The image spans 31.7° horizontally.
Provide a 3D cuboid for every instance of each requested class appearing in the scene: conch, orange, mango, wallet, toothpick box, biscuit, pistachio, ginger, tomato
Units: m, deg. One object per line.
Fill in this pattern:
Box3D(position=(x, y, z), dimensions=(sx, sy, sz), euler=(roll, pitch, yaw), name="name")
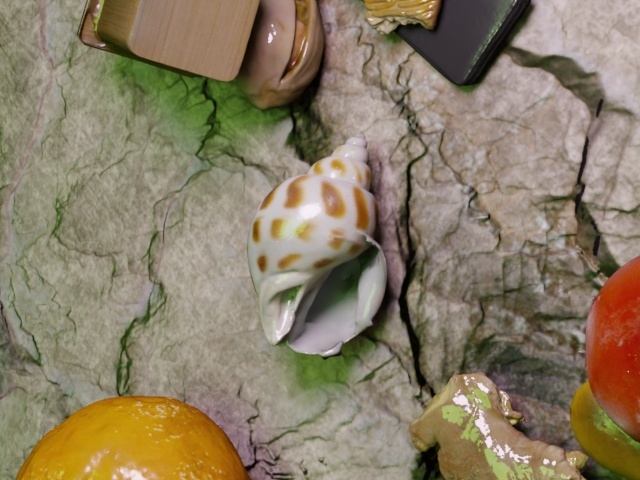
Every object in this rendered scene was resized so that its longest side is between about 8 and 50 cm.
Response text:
Box3D(position=(0.000, 0.000, 1.428), dimensions=(0.275, 0.183, 0.149), euler=(-62, 22, 14), name="conch")
Box3D(position=(-0.255, 0.373, 1.494), dimensions=(0.341, 0.293, 0.340), euler=(-6, 79, 31), name="orange")
Box3D(position=(0.339, 0.209, 1.198), dimensions=(0.161, 0.076, 0.103), euler=(43, 106, 28), name="mango")
Box3D(position=(0.144, -0.312, 1.414), dimensions=(0.250, 0.044, 0.149), euler=(47, 118, 31), name="wallet")
Box3D(position=(-0.195, -0.314, 1.501), dimensions=(0.187, 0.190, 0.308), euler=(-71, 21, 8), name="toothpick box")
Box3D(position=(0.068, -0.355, 1.434), dimensions=(0.229, 0.031, 0.176), euler=(20, 104, 41), name="biscuit")
Box3D(position=(-0.057, -0.267, 1.518), dimensions=(0.124, 0.124, 0.184), euler=(4, 77, 38), name="pistachio")
Box3D(position=(0.202, 0.247, 1.304), dimensions=(0.213, 0.074, 0.137), euler=(38, 109, 27), name="ginger")
Box3D(position=(0.361, 0.102, 1.127), dimensions=(0.199, 0.112, 0.228), euler=(-24, 66, 8), name="tomato")
